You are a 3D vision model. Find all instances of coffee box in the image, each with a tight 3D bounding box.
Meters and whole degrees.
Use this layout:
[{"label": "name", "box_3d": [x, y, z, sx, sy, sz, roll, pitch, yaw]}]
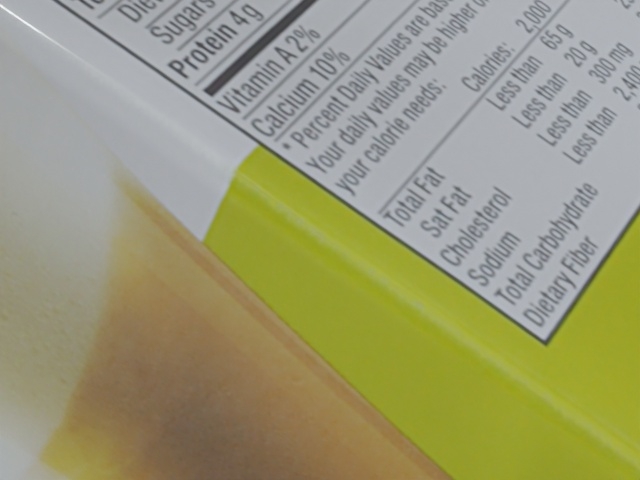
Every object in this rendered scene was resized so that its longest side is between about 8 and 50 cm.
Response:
[{"label": "coffee box", "box_3d": [0.000, 0.000, 0.585, 0.334, 0.338, 0.337, 35, 135, 7]}]
